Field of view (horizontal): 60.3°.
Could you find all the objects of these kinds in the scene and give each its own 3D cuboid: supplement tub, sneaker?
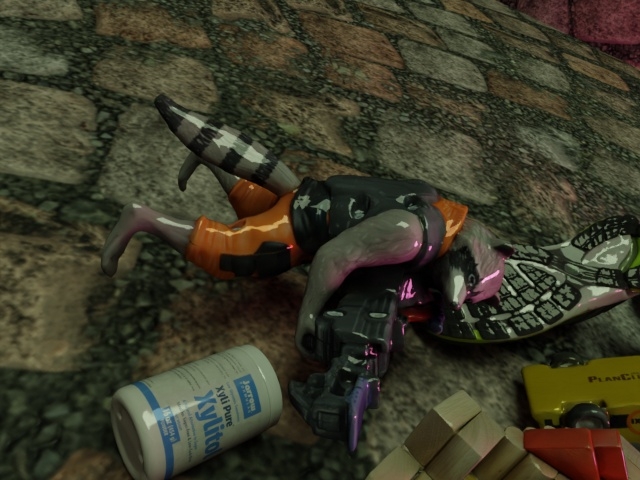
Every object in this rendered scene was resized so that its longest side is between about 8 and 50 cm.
[{"bbox_3d":[-0.090,0.124,0.402,0.107,0.071,0.071,-15,50,-38],"label":"supplement tub"},{"bbox_3d":[0.247,0.065,0.626,0.299,0.121,0.111,-10,59,-10],"label":"sneaker"}]

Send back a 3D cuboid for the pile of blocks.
[{"bbox_3d":[0.201,0.197,0.383,0.361,0.113,0.149,16,31,-20],"label":"pile of blocks"}]

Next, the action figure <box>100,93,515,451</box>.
[{"bbox_3d":[0.000,0.000,0.460,0.329,0.179,0.341,12,15,1],"label":"action figure"}]

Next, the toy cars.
[{"bbox_3d":[0.384,0.127,0.566,0.393,0.087,0.176,-22,19,-23],"label":"toy cars"}]
